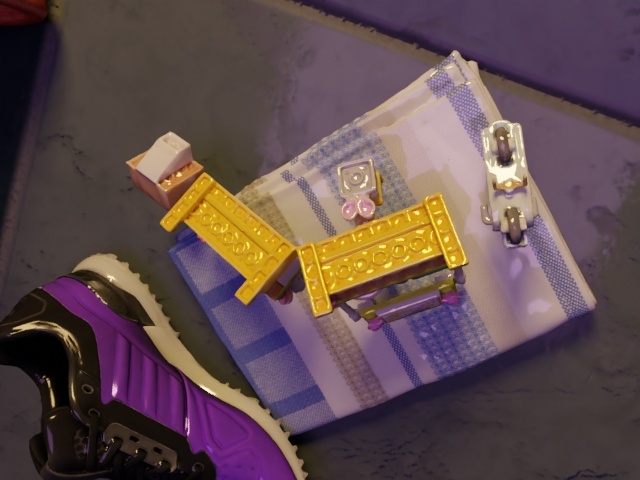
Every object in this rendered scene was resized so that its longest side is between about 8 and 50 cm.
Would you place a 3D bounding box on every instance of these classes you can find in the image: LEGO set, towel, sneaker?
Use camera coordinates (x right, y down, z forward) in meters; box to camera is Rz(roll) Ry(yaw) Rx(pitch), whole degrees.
[{"bbox_3d":[0.000,0.000,0.414,0.286,0.107,0.132,0,70,20],"label":"LEGO set"},{"bbox_3d":[0.036,0.021,0.460,0.285,0.034,0.209,-29,94,20],"label":"towel"},{"bbox_3d":[-0.143,0.152,0.464,0.293,0.146,0.102,45,122,5],"label":"sneaker"}]

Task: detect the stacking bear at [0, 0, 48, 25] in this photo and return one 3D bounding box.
[{"bbox_3d":[-0.327,-0.318,0.431,0.175,0.164,0.289,-1,96,15],"label":"stacking bear"}]
